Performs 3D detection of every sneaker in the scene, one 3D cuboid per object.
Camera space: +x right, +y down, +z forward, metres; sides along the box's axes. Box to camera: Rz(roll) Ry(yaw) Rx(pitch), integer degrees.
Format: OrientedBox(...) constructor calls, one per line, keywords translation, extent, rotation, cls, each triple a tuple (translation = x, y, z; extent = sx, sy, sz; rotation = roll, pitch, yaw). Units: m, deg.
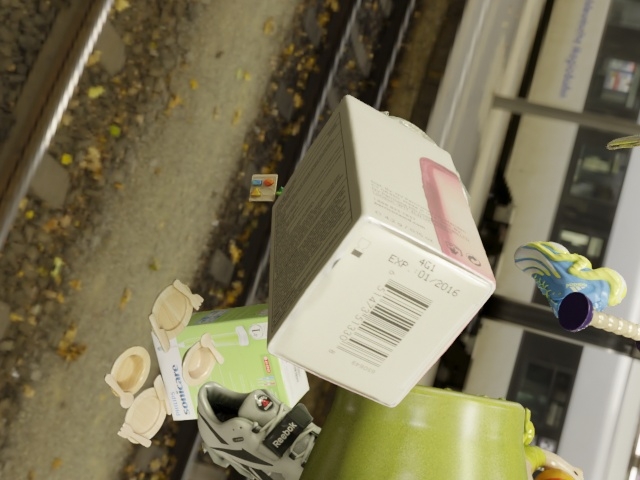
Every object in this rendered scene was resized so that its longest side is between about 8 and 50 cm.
OrientedBox(translation=(0.450, 0.078, 1.671), extent=(0.126, 0.240, 0.091), rotation=(-37, 127, -31), cls="sneaker")
OrientedBox(translation=(-0.068, 0.309, 1.360), extent=(0.122, 0.330, 0.146), rotation=(-48, 139, -42), cls="sneaker")

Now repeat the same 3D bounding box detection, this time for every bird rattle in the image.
OrientedBox(translation=(0.376, 0.414, 1.473), extent=(0.143, 0.207, 0.253), rotation=(-61, -168, 22), cls="bird rattle")

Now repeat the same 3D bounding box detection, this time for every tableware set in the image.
OrientedBox(translation=(-0.170, 0.135, 0.948), extent=(0.168, 0.020, 0.141), rotation=(-53, 143, -31), cls="tableware set")

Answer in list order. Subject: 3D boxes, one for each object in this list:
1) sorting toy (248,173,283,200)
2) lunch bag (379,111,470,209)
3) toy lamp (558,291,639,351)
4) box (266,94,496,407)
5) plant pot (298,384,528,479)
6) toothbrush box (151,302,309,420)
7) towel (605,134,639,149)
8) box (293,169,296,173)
OrientedBox(translation=(-0.106, -0.109, 1.792), extent=(0.012, 0.083, 0.062), rotation=(47, 47, -61), cls="sorting toy")
OrientedBox(translation=(0.129, -0.040, 1.525), extent=(0.256, 0.212, 0.305), rotation=(54, 36, -46), cls="lunch bag")
OrientedBox(translation=(0.546, 0.155, 1.567), extent=(0.080, 0.275, 0.080), rotation=(-36, -136, 45), cls="toy lamp")
OrientedBox(translation=(0.042, 0.002, 0.764), extent=(0.148, 0.127, 0.232), rotation=(-55, -162, 26), cls="box")
OrientedBox(translation=(0.109, 0.354, 1.087), extent=(0.366, 0.366, 0.353), rotation=(36, 63, -73), cls="plant pot")
OrientedBox(translation=(-0.191, 0.255, 1.858), extent=(0.122, 0.283, 0.206), rotation=(-36, 114, -68), cls="toothbrush box")
OrientedBox(translation=(0.443, -0.141, 1.244), extent=(0.083, 0.060, 0.009), rotation=(-24, 106, -58), cls="towel")
OrientedBox(translation=(0.000, 0.000, 1.824), extent=(0.142, 0.163, 0.247), rotation=(-93, -168, -66), cls="box")
